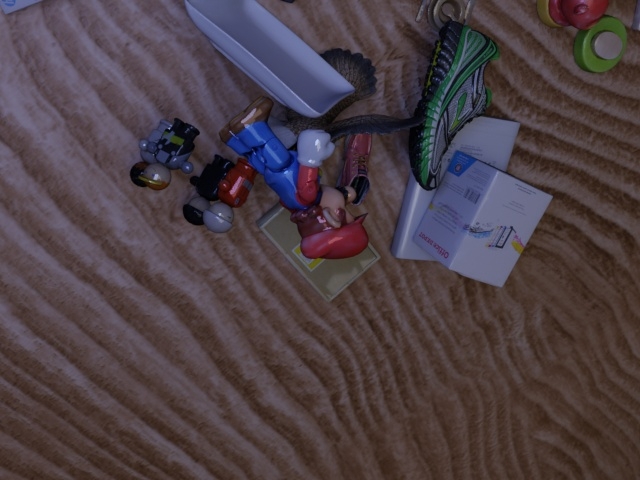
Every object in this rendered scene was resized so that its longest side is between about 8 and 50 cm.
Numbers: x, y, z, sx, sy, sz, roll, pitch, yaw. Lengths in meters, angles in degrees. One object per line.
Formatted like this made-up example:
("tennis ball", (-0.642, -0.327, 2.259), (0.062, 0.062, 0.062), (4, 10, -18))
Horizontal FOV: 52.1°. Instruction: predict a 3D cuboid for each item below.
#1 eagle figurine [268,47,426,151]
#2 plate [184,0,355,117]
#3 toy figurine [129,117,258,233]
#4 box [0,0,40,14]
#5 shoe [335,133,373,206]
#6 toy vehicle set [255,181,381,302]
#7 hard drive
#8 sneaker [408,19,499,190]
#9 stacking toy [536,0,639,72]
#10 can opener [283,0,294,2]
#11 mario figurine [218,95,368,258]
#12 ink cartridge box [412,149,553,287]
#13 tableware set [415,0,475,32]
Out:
("eagle figurine", (0.021, -0.231, 1.297), (0.298, 0.225, 0.226), (-40, 106, 12))
("plate", (-0.080, -0.316, 1.129), (0.278, 0.277, 0.045), (40, 116, -2))
("toy figurine", (-0.244, -0.118, 1.224), (0.209, 0.213, 0.148), (31, 85, -29))
("box", (-0.461, -0.465, 1.049), (0.186, 0.038, 0.145), (-12, 120, 16))
("shoe", (0.084, -0.163, 1.403), (0.063, 0.081, 0.178), (7, 109, -23))
("toy vehicle set", (0.000, 0.000, 1.469), (0.166, 0.035, 0.267), (-40, 120, -1))
("hard drive", (0.313, -0.121, 1.528), (0.233, 0.047, 0.353), (4, 110, -22))
("sneaker", (0.276, -0.265, 1.350), (0.146, 0.134, 0.344), (15, 101, -5))
("stacking toy", (0.667, -0.524, 1.439), (0.309, 0.130, 0.279), (-42, 119, 1))
("can opener", (-0.107, -0.508, 1.195), (0.186, 0.059, 0.073), (27, 101, -28))
("mario figurine", (-0.020, -0.109, 1.141), (0.170, 0.198, 0.320), (-36, 103, 14))
("ink cartridge box", (0.352, -0.047, 1.450), (0.168, 0.171, 0.233), (19, 105, -27))
("tableware set", (0.283, -0.524, 1.347), (0.128, 0.039, 0.194), (8, 109, -24))
